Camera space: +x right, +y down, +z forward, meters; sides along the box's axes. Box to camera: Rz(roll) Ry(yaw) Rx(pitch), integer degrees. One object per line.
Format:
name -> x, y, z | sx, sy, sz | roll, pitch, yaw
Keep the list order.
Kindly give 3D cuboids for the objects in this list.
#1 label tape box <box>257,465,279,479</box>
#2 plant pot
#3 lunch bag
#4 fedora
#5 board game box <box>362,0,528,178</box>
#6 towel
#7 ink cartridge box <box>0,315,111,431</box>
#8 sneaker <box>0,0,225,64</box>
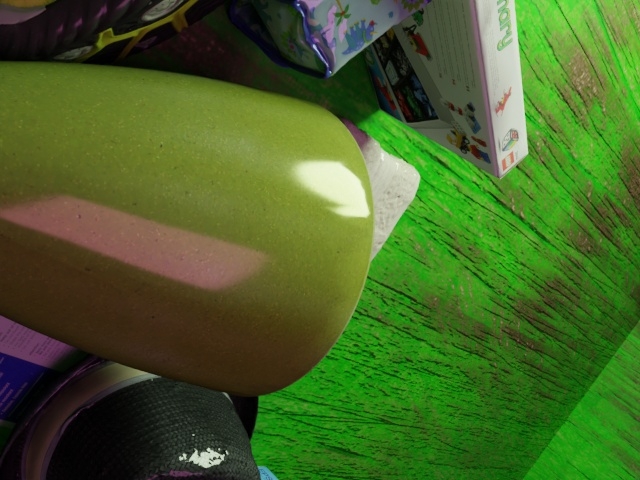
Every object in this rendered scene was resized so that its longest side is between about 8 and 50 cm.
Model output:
label tape box -> -0.148, 0.432, 0.970 | 0.347, 0.249, 0.115 | 2, 117, -46
plant pot -> -0.156, -0.025, 0.596 | 0.293, 0.275, 0.275 | 16, 108, -45
lunch bag -> 0.000, -0.219, 0.680 | 0.129, 0.151, 0.096 | -39, 130, -14
fedora -> -0.159, 0.253, 0.789 | 0.334, 0.152, 0.334 | -26, 134, -31
board game box -> 0.107, -0.215, 0.758 | 0.053, 0.193, 0.305 | -40, 141, -14
towel -> 0.000, 0.000, 0.940 | 0.282, 0.049, 0.187 | -56, 143, 6
ink cartridge box -> -0.256, 0.109, 0.755 | 0.165, 0.065, 0.332 | -51, 144, -1
sneaker -> -0.105, -0.263, 0.581 | 0.384, 0.145, 0.147 | -34, 98, -5
